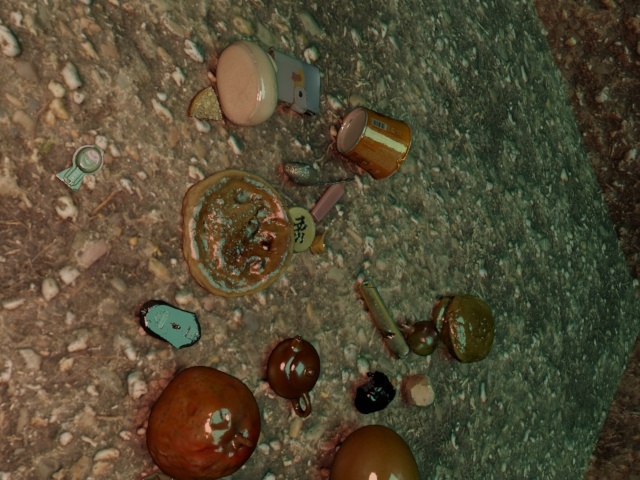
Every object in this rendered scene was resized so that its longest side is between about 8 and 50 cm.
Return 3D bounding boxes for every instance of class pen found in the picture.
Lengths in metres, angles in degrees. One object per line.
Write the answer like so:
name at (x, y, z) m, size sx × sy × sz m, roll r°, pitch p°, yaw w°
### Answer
pen at (0.033, -0.139, 1.807) m, size 0.197 × 0.032 × 0.053 m, roll -50°, pitch 119°, yaw -28°

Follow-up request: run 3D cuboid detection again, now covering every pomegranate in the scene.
pomegranate at (0.354, 0.335, 2.022) m, size 0.129 × 0.129 × 0.159 m, roll -30°, pitch 76°, yaw -38°

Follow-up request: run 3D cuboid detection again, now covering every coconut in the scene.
coconut at (0.359, 0.546, 2.015) m, size 0.110 × 0.110 × 0.125 m, roll -23°, pitch 99°, yaw -39°

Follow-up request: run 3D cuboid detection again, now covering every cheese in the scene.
cheese at (-0.547, -0.173, 1.301) m, size 0.067 × 0.026 × 0.121 m, roll 47°, pitch 60°, yaw -29°
cheese at (0.000, -0.002, 1.757) m, size 0.041 × 0.060 × 0.084 m, roll 41°, pitch 56°, yaw -32°

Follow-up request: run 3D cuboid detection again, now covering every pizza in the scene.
pizza at (-0.317, -0.353, 1.514) m, size 0.099 × 0.029 × 0.100 m, roll -31°, pitch 106°, yaw -29°

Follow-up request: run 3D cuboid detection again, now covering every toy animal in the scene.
toy animal at (-0.014, -0.192, 1.735) m, size 0.252 × 0.079 × 0.070 m, roll 10°, pitch 103°, yaw -39°

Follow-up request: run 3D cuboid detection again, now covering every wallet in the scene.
wallet at (-0.082, -0.461, 1.674) m, size 0.231 × 0.069 × 0.170 m, roll 2°, pitch 85°, yaw -55°

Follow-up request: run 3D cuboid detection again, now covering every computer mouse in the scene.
computer mouse at (-0.379, 0.209, 1.418) m, size 0.172 × 0.057 × 0.099 m, roll 33°, pitch 69°, yaw -23°

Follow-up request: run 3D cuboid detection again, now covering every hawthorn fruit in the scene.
hawthorn fruit at (-0.260, 0.445, 1.352) m, size 0.277 × 0.298 × 0.277 m, roll -2°, pitch 93°, yaw -44°

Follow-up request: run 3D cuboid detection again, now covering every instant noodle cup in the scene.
instant noodle cup at (0.162, -0.322, 1.822) m, size 0.172 × 0.215 × 0.216 m, roll 21°, pitch 74°, yaw -30°

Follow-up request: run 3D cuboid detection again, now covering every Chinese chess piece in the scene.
Chinese chess piece at (-0.081, -0.033, 1.684) m, size 0.144 × 0.058 × 0.144 m, roll 1°, pitch 89°, yaw -41°

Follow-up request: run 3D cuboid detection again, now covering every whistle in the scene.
whistle at (0.214, 0.267, 1.933) m, size 0.068 × 0.057 × 0.326 m, roll -43°, pitch 115°, yaw -37°

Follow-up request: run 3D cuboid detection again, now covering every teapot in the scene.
teapot at (-0.063, 0.394, 1.636) m, size 0.178 × 0.135 × 0.252 m, roll -12°, pitch 95°, yaw -37°

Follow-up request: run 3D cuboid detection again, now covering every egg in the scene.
egg at (0.165, 0.746, 1.723) m, size 0.282 × 0.282 × 0.351 m, roll 17°, pitch 72°, yaw -40°

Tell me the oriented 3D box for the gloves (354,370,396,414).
gloves at (0.202, 0.502, 1.881) m, size 0.180 × 0.106 × 0.129 m, roll -20°, pitch 100°, yaw -36°

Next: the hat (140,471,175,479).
hat at (-0.391, 0.657, 1.391) m, size 0.147 × 0.084 × 0.175 m, roll -68°, pitch 150°, yaw -25°

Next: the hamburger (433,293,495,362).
hamburger at (0.566, 0.341, 2.189) m, size 0.284 × 0.134 × 0.266 m, roll 2°, pitch 89°, yaw -43°

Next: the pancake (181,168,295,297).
pancake at (-0.220, -0.024, 1.542) m, size 0.356 × 0.065 × 0.356 m, roll 4°, pitch 82°, yaw -31°

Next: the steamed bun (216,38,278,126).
steamed bun at (-0.189, -0.423, 1.529) m, size 0.130 × 0.177 × 0.228 m, roll -14°, pitch 91°, yaw -51°
